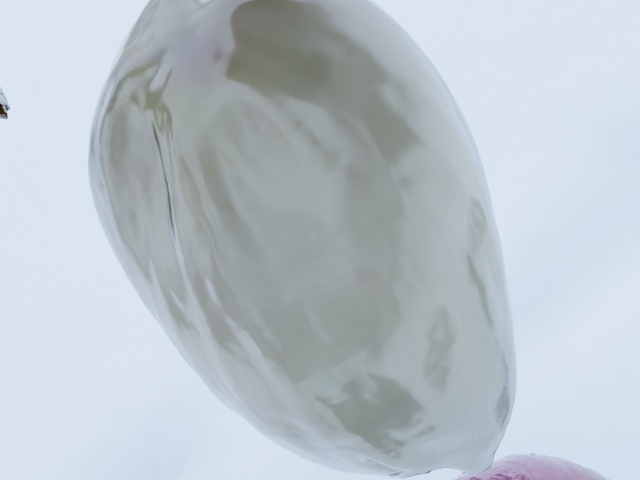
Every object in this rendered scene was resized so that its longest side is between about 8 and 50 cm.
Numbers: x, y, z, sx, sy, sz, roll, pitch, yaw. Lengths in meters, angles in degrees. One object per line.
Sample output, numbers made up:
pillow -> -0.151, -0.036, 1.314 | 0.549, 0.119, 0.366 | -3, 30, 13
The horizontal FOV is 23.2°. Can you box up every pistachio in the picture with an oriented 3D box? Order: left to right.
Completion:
pistachio -> 0.000, 0.000, 0.867 | 0.208, 0.331, 0.226 | -28, 10, 18

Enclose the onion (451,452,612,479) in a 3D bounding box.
onion -> 0.263, 0.416, 1.778 | 0.358, 0.345, 0.358 | 1, 74, -5

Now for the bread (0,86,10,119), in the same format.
bread -> -0.207, -0.103, 0.807 | 0.043, 0.109, 0.062 | -113, 42, -60
